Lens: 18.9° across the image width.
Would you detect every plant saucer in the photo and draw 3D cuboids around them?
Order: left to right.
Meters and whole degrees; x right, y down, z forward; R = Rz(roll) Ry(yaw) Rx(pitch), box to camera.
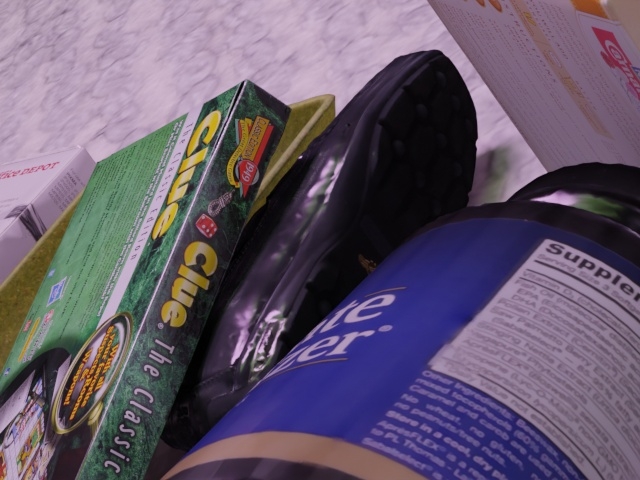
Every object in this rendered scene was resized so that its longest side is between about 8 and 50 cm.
[{"bbox_3d":[-0.087,0.019,0.938,0.188,0.045,0.188,-13,32,46],"label":"plant saucer"}]

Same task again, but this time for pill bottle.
[{"bbox_3d":[0.044,0.064,0.513,0.123,0.122,0.219,-21,13,36],"label":"pill bottle"}]

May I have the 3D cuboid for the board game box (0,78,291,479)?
[{"bbox_3d":[-0.098,0.063,0.767,0.136,0.030,0.259,-24,40,56],"label":"board game box"}]

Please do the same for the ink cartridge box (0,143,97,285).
[{"bbox_3d":[-0.183,0.015,1.080,0.099,0.056,0.135,-9,34,49],"label":"ink cartridge box"}]

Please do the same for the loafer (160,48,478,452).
[{"bbox_3d":[0.000,0.000,0.797,0.078,0.076,0.223,-8,39,38],"label":"loafer"}]

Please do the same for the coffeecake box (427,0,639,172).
[{"bbox_3d":[0.115,-0.056,0.642,0.068,0.142,0.185,-39,22,-5],"label":"coffeecake box"}]
